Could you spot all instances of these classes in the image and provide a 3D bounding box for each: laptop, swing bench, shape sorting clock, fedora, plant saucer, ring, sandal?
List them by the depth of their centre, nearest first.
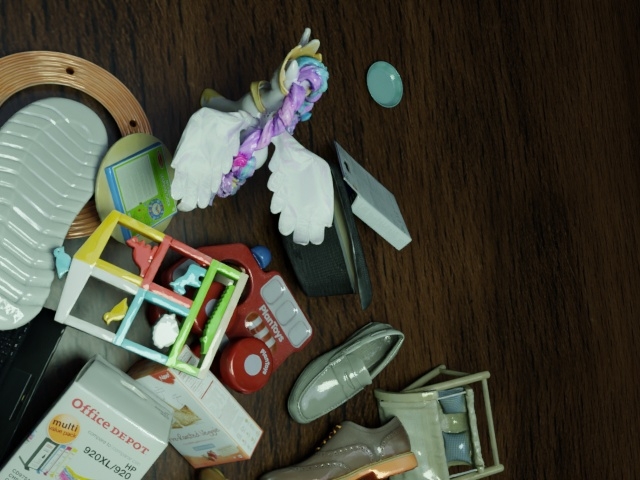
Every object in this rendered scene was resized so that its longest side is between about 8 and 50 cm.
[{"bbox_3d":[-0.560,0.173,0.844,0.136,0.264,0.234,53,52,-61],"label":"laptop"},{"bbox_3d":[-0.475,-0.059,0.906,0.169,0.102,0.416,35,51,-37],"label":"sandal"},{"bbox_3d":[-0.464,-0.169,1.010,0.337,0.032,0.336,4,83,-33],"label":"ring"},{"bbox_3d":[-0.331,-0.092,1.035,0.206,0.040,0.206,-30,125,-55],"label":"shape sorting clock"},{"bbox_3d":[0.000,0.000,1.202,0.152,0.334,0.334,-15,94,-1],"label":"fedora"},{"bbox_3d":[0.284,0.462,1.372,0.255,0.165,0.253,-11,92,-34],"label":"swing bench"},{"bbox_3d":[0.161,-0.400,1.462,0.119,0.021,0.119,4,83,-35],"label":"plant saucer"}]

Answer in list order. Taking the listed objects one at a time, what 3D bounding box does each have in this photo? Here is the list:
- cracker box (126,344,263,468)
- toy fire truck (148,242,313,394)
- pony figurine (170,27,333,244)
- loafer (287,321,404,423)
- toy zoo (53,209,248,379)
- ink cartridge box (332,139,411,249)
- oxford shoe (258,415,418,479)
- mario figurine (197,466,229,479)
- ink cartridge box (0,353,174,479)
[{"bbox_3d":[-0.237,0.309,1.033,0.232,0.156,0.067,54,36,-17],"label":"cracker box"},{"bbox_3d":[-0.163,0.138,1.106,0.254,0.169,0.302,-41,108,-39],"label":"toy fire truck"},{"bbox_3d":[-0.131,-0.177,1.034,0.303,0.363,0.351,19,75,-32],"label":"pony figurine"},{"bbox_3d":[0.061,0.290,1.269,0.319,0.111,0.112,-38,106,-31],"label":"loafer"},{"bbox_3d":[-0.282,0.080,0.909,0.293,0.030,0.192,29,69,-20],"label":"toy zoo"},{"bbox_3d":[0.102,-0.107,1.297,0.224,0.045,0.223,40,21,-25],"label":"ink cartridge box"},{"bbox_3d":[0.028,0.472,1.230,0.364,0.130,0.132,-4,64,-23],"label":"oxford shoe"},{"bbox_3d":[-0.299,0.522,0.977,0.320,0.170,0.198,-22,83,-53],"label":"mario figurine"},{"bbox_3d":[-0.370,0.331,0.882,0.171,0.168,0.232,39,85,-11],"label":"ink cartridge box"}]
